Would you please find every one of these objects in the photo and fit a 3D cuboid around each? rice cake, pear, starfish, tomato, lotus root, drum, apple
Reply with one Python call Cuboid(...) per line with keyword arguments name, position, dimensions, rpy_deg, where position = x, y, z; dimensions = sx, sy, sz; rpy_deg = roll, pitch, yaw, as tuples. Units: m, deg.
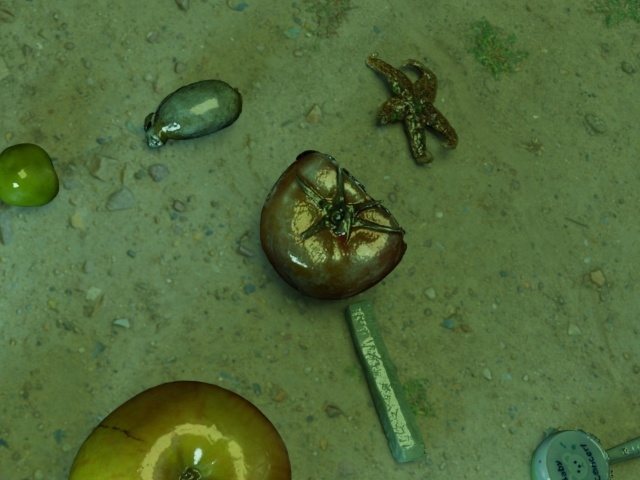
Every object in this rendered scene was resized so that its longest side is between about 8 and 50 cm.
Cuboid(name="rice cake", position=(0.092, 0.203, 2.024), dimensions=(0.045, 0.042, 0.245), rpy_deg=(-14, 74, -21))
Cuboid(name="pear", position=(-0.411, -0.086, 1.949), dimensions=(0.097, 0.092, 0.092), rpy_deg=(44, 60, -16))
Cuboid(name="starfish", position=(0.140, -0.215, 2.226), dimensions=(0.150, 0.053, 0.210), rpy_deg=(-30, 76, -40))
Cuboid(name="tomato", position=(0.000, 0.000, 2.006), dimensions=(0.214, 0.181, 0.155), rpy_deg=(40, 67, 4))
Cuboid(name="lotus root", position=(-0.189, -0.189, 2.072), dimensions=(0.165, 0.088, 0.088), rpy_deg=(-22, 77, -16))
Cuboid(name="drum", position=(0.432, 0.340, 2.081), dimensions=(0.253, 0.049, 0.130), rpy_deg=(2, 67, -18))
Cuboid(name="apple", position=(-0.176, 0.311, 1.774), dimensions=(0.286, 0.233, 0.286), rpy_deg=(7, 67, -16))
